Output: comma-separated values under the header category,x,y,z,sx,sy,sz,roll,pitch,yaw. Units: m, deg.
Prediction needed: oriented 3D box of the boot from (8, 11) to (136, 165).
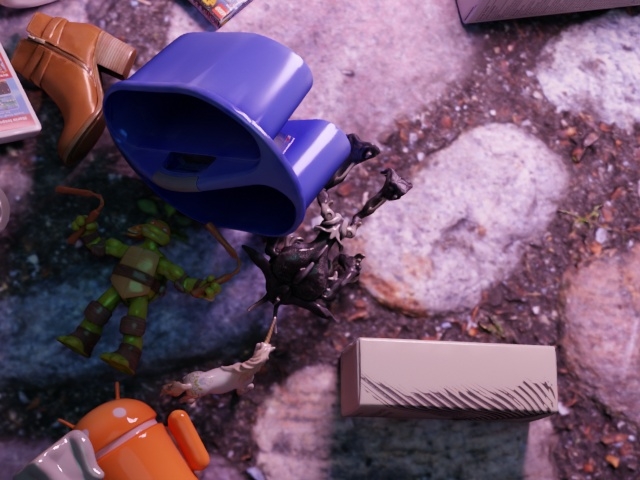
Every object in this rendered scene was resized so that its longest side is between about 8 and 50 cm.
category,x,y,z,sx,sy,sz,roll,pitch,yaw
boot,-0.356,-0.208,1.708,0.152,0.073,0.197,22,71,2

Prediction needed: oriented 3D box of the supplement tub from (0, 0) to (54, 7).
category,x,y,z,sx,sy,sz,roll,pitch,yaw
supplement tub,-0.427,-0.505,1.701,0.207,0.207,0.338,-26,80,-19

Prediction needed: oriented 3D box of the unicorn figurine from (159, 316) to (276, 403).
category,x,y,z,sx,sy,sz,roll,pitch,yaw
unicorn figurine,-0.122,0.173,1.616,0.162,0.111,0.060,-27,81,-19

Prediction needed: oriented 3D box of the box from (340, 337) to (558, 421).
category,x,y,z,sx,sy,sz,roll,pitch,yaw
box,0.170,0.188,1.679,0.275,0.113,0.094,3,74,-11

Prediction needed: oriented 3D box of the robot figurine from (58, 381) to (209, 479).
category,x,y,z,sx,sy,sz,roll,pitch,yaw
robot figurine,-0.230,0.289,1.548,0.219,0.158,0.128,56,33,7

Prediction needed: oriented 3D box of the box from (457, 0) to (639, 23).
category,x,y,z,sx,sy,sz,roll,pitch,yaw
box,0.363,-0.422,1.889,0.311,0.148,0.121,-8,74,-16

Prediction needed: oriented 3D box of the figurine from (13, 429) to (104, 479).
category,x,y,z,sx,sy,sz,roll,pitch,yaw
figurine,-0.301,0.360,1.487,0.209,0.215,0.092,52,26,-1

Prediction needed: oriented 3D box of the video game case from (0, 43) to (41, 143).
category,x,y,z,sx,sy,sz,roll,pitch,yaw
video game case,-0.514,-0.244,1.652,0.204,0.025,0.285,-17,73,-41

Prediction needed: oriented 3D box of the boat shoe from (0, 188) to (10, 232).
category,x,y,z,sx,sy,sz,roll,pitch,yaw
boat shoe,-0.559,-0.064,1.602,0.320,0.103,0.118,15,52,-17

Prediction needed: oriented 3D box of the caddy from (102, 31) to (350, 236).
category,x,y,z,sx,sy,sz,roll,pitch,yaw
caddy,-0.132,-0.125,1.596,0.179,0.341,0.241,-50,127,-26

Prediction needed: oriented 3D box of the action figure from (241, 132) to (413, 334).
category,x,y,z,sx,sy,sz,roll,pitch,yaw
action figure,0.000,0.000,1.685,0.164,0.141,0.276,40,83,-6

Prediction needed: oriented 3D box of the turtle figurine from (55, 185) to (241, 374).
category,x,y,z,sx,sy,sz,roll,pitch,yaw
turtle figurine,-0.256,0.052,1.636,0.269,0.087,0.217,24,74,6

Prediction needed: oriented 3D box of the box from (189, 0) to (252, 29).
category,x,y,z,sx,sy,sz,roll,pitch,yaw
box,-0.162,-0.383,1.819,0.137,0.027,0.094,46,68,3
